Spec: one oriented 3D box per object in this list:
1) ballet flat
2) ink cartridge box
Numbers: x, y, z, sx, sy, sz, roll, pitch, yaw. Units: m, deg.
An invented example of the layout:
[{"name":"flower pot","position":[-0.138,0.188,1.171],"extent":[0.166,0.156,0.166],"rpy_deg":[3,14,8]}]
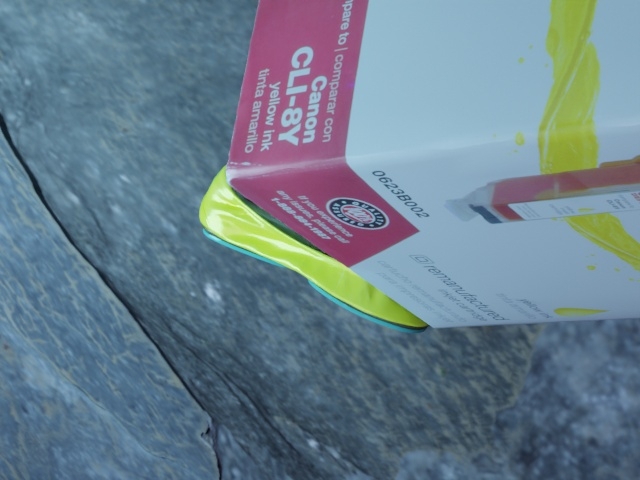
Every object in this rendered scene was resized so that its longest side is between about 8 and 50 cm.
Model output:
[{"name":"ballet flat","position":[0.000,0.000,1.115],"extent":[0.231,0.077,0.077],"rpy_deg":[26,115,17]},{"name":"ink cartridge box","position":[0.181,-0.068,0.808],"extent":[0.385,0.160,0.279],"rpy_deg":[-6,153,34]}]
